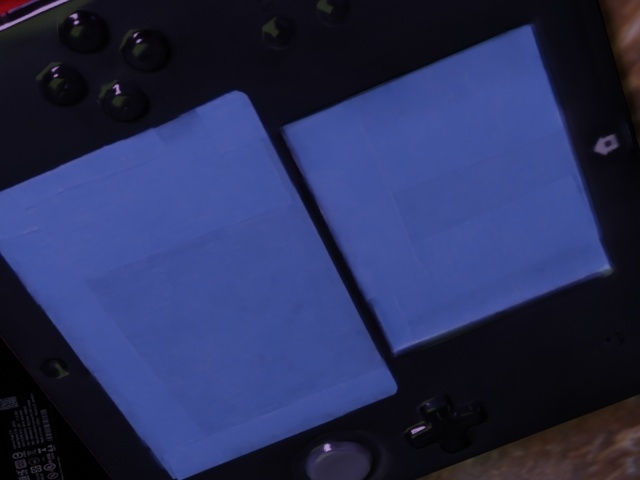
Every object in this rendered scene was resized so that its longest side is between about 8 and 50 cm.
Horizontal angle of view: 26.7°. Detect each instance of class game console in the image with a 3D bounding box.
[{"bbox_3d":[0.000,0.000,0.704,0.342,0.060,0.386,-19,130,10],"label":"game console"}]

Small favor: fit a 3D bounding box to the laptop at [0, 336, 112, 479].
[{"bbox_3d":[-0.215,0.072,0.946,0.408,0.236,0.382,-12,139,-12],"label":"laptop"}]
